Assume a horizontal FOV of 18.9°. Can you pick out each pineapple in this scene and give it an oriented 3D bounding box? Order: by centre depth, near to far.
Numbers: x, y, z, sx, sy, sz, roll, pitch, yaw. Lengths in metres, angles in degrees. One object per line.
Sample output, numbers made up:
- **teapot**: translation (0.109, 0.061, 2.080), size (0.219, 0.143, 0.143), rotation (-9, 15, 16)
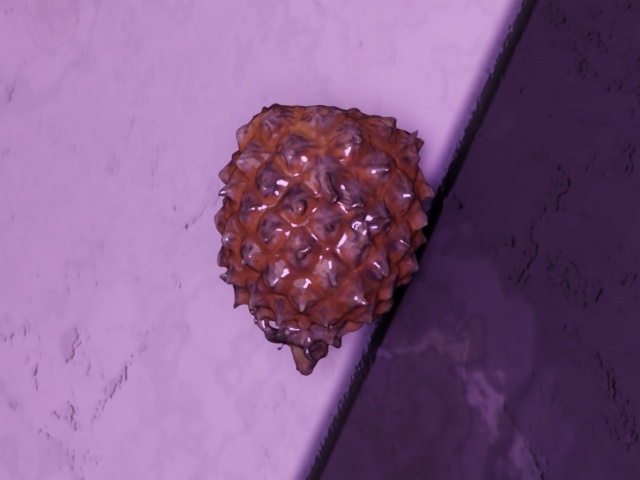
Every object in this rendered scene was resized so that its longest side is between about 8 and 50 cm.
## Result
- **pineapple**: translation (0.000, 0.000, 1.365), size (0.166, 0.166, 0.193), rotation (5, 89, 43)
